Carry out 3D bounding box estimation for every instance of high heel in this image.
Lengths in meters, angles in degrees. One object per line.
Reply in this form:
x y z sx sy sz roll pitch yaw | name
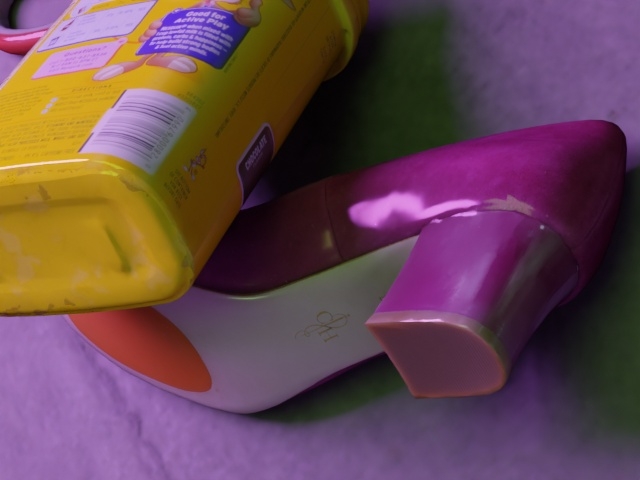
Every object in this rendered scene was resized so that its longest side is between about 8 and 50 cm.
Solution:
0.000 0.000 0.682 0.244 0.082 0.117 -6 38 45 | high heel

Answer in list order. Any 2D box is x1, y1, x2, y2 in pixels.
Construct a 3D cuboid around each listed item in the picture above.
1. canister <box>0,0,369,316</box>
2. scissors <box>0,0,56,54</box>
-0.068 -0.050 0.676 0.126 0.073 0.170 -5 36 31 | canister
-0.034 -0.157 0.779 0.297 0.021 0.109 -11 65 28 | scissors
